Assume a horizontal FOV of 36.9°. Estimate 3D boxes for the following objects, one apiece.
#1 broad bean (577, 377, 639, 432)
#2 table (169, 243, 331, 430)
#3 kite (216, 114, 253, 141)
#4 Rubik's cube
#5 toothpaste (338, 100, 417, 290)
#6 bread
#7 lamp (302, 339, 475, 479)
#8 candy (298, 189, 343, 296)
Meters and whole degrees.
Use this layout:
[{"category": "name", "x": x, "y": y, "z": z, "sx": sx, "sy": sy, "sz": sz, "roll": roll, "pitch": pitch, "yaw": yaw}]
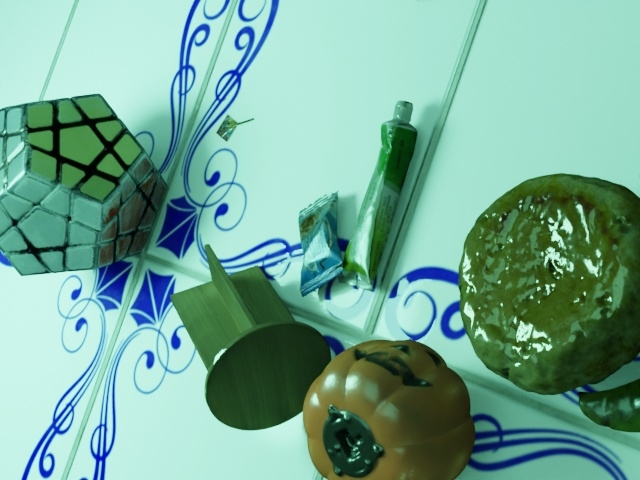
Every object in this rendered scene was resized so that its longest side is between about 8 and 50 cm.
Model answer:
[{"category": "broad bean", "x": 0.394, "y": 0.126, "z": 0.856, "sx": 0.339, "sy": 0.061, "sz": 0.077, "roll": -14, "pitch": 77, "yaw": 39}, {"category": "table", "x": -0.106, "y": 0.114, "z": 1.266, "sx": 0.167, "sy": 0.167, "sz": 0.226, "roll": -54, "pitch": 38, "yaw": 13}, {"category": "kite", "x": -0.135, "y": -0.173, "z": 1.489, "sx": 0.078, "sy": 0.002, "sz": 0.044, "roll": 14, "pitch": 85, "yaw": 45}, {"category": "Rubik's cube", "x": -0.406, "y": -0.088, "z": 1.521, "sx": 0.319, "sy": 0.319, "sz": 0.264, "roll": -2, "pitch": 100, "yaw": 42}, {"category": "toothpaste", "x": 0.077, "y": -0.059, "z": 1.228, "sx": 0.078, "sy": 0.047, "sz": 0.247, "roll": 11, "pitch": 84, "yaw": 56}, {"category": "bread", "x": 0.249, "y": 0.043, "z": 0.979, "sx": 0.230, "sy": 0.123, "sz": 0.229, "roll": -18, "pitch": 63, "yaw": 40}, {"category": "lamp", "x": 0.080, "y": 0.198, "z": 1.052, "sx": 0.188, "sy": 0.164, "sz": 0.187, "roll": 9, "pitch": 104, "yaw": 37}, {"category": "candy", "x": 0.000, "y": 0.000, "z": 1.282, "sx": 0.088, "sy": 0.038, "sz": 0.136, "roll": -37, "pitch": 45, "yaw": 43}]
